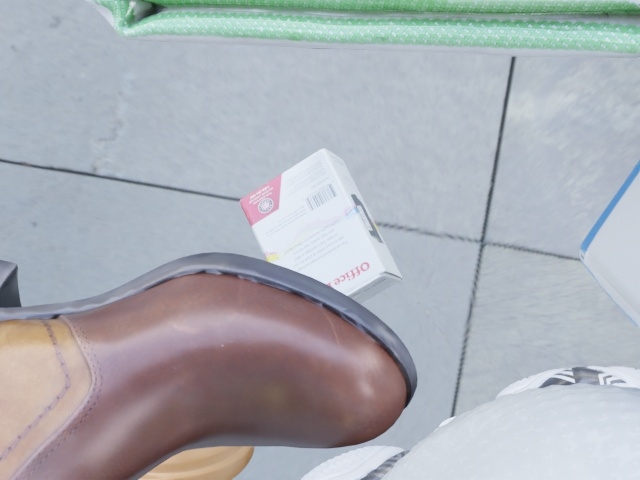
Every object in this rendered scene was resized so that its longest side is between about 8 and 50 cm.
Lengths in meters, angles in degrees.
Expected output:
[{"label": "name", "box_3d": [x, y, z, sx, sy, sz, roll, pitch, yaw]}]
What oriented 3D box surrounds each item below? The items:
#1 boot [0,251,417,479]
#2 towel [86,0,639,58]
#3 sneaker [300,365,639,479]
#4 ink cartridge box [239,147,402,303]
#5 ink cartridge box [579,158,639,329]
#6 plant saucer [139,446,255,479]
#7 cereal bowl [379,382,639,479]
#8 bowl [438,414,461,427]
[{"label": "boot", "box_3d": [-0.113, 0.120, 0.425, 0.264, 0.280, 0.096, 10, 133, 7]}, {"label": "towel", "box_3d": [0.076, -0.162, 0.505, 0.248, 0.325, 0.038, 6, 126, 27]}, {"label": "sneaker", "box_3d": [0.153, 0.247, 0.982, 0.366, 0.210, 0.137, -20, 123, 6]}, {"label": "ink cartridge box", "box_3d": [0.000, 0.000, 1.404, 0.127, 0.072, 0.175, -31, 71, 15]}, {"label": "ink cartridge box", "box_3d": [0.392, 0.001, 0.641, 0.395, 0.166, 0.285, 24, 108, -25]}, {"label": "plant saucer", "box_3d": [-0.135, 0.097, 0.763, 0.200, 0.200, 0.037, 18, 110, 6]}, {"label": "cereal bowl", "box_3d": [0.101, 0.229, 0.570, 0.141, 0.339, 0.339, 21, 88, -38]}, {"label": "bowl", "box_3d": [0.222, 0.283, 1.546, 0.142, 0.142, 0.053, -16, 113, 20]}]
